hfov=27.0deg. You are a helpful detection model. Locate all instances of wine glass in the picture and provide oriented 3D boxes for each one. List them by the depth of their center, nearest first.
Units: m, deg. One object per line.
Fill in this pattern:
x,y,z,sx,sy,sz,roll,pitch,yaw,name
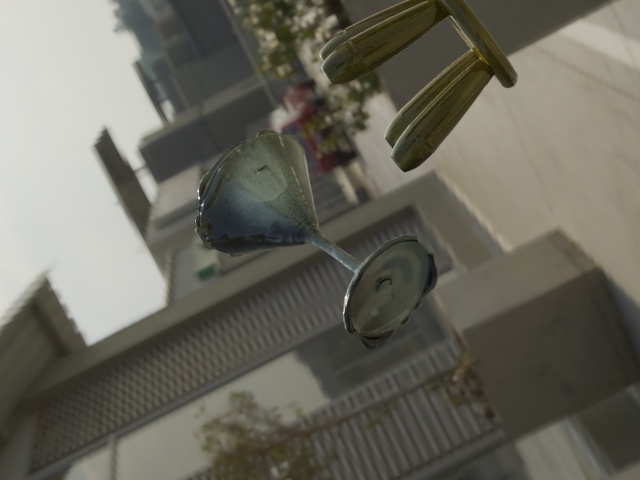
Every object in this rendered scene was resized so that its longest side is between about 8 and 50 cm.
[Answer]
0.000,0.000,1.057,0.183,0.122,0.122,35,163,37,wine glass

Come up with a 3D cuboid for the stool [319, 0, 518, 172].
0.071,-0.128,0.983,0.135,0.110,0.134,57,-172,32,stool
